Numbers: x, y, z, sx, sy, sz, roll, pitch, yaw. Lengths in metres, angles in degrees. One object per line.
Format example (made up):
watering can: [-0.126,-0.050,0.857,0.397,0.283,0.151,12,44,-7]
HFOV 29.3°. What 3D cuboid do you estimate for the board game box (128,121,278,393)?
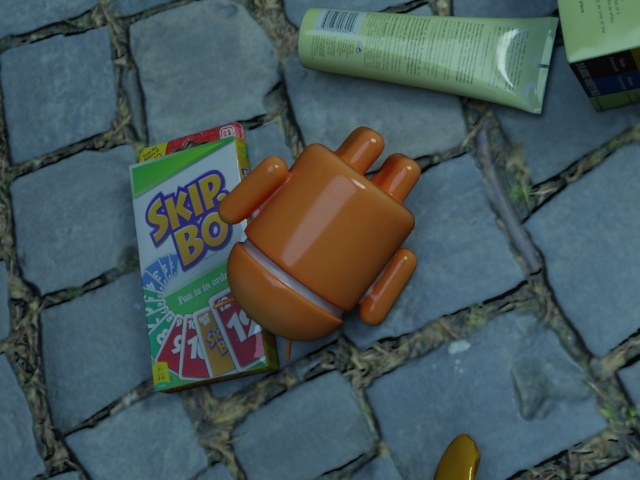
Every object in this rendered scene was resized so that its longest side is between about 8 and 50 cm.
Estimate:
board game box: [-0.120,0.012,1.219,0.124,0.039,0.259,-14,71,18]

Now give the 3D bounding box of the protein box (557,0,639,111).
protein box: [0.307,-0.242,1.041,0.201,0.136,0.200,-12,74,20]

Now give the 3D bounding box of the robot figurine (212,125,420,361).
robot figurine: [-0.002,-0.001,1.121,0.219,0.158,0.128,-54,50,4]

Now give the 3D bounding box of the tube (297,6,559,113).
tube: [0.099,-0.178,1.160,0.240,0.062,0.070,9,126,19]

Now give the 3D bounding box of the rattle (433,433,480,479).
rattle: [0.166,0.285,1.047,0.199,0.143,0.130,27,123,10]
